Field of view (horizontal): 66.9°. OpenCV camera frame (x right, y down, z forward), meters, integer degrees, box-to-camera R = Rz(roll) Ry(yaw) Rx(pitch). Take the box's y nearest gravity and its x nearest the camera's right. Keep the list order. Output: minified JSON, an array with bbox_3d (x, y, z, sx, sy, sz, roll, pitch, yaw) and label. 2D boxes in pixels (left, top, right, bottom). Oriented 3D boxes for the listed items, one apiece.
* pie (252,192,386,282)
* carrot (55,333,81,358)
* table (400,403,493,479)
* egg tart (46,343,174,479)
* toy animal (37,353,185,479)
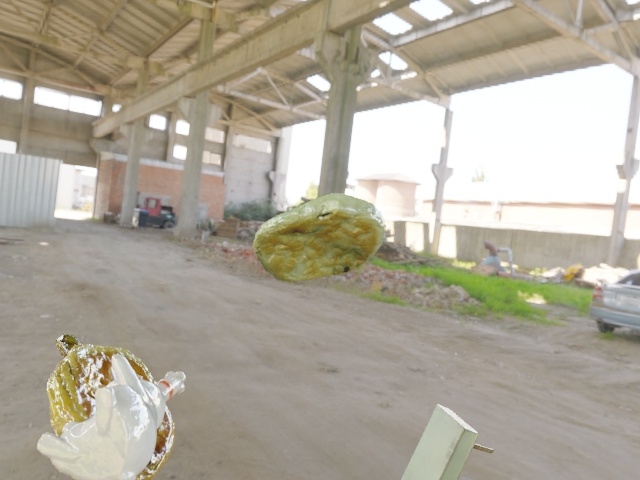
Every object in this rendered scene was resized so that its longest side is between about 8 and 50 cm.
[{"bbox_3d":[0.000,0.000,0.669,0.187,0.041,0.187,-11,-33,-7],"label":"pie"},{"bbox_3d":[-0.688,0.348,1.380,0.229,0.069,0.069,37,19,34],"label":"carrot"},{"bbox_3d":[0.273,0.507,1.058,0.111,0.240,0.121,27,-1,-15],"label":"table"},{"bbox_3d":[-0.486,0.393,1.083,0.351,0.153,0.339,50,4,6],"label":"egg tart"},{"bbox_3d":[-0.309,0.268,0.759,0.138,0.140,0.282,42,-3,-9],"label":"toy animal"}]
